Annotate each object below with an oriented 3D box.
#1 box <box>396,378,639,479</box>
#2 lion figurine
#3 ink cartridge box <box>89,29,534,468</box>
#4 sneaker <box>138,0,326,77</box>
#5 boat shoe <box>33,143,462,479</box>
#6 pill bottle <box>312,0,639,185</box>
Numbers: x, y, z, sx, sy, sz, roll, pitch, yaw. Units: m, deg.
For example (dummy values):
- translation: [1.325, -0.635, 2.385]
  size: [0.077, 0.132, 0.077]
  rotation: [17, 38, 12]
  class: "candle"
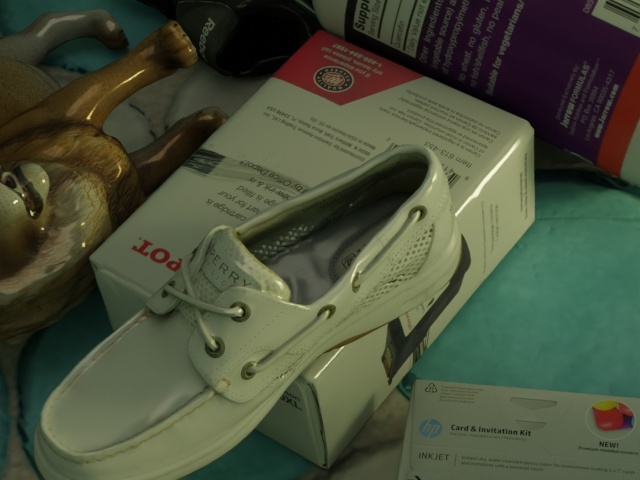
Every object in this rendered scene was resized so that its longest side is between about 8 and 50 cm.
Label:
- translation: [0.111, 0.167, 1.041]
  size: [0.145, 0.038, 0.186]
  rotation: [4, 51, 10]
  class: "box"
- translation: [-0.218, -0.085, 1.259]
  size: [0.240, 0.142, 0.392]
  rotation: [-35, 39, -12]
  class: "lion figurine"
- translation: [0.000, 0.000, 1.157]
  size: [0.172, 0.100, 0.237]
  rotation: [27, 58, 26]
  class: "ink cartridge box"
- translation: [-0.076, -0.172, 1.334]
  size: [0.234, 0.078, 0.106]
  rotation: [16, 50, 17]
  class: "sneaker"
- translation: [-0.044, 0.033, 1.007]
  size: [0.277, 0.096, 0.098]
  rotation: [-36, 56, -18]
  class: "boat shoe"
- translation: [0.122, -0.177, 1.211]
  size: [0.323, 0.181, 0.181]
  rotation: [27, 56, 13]
  class: "pill bottle"
